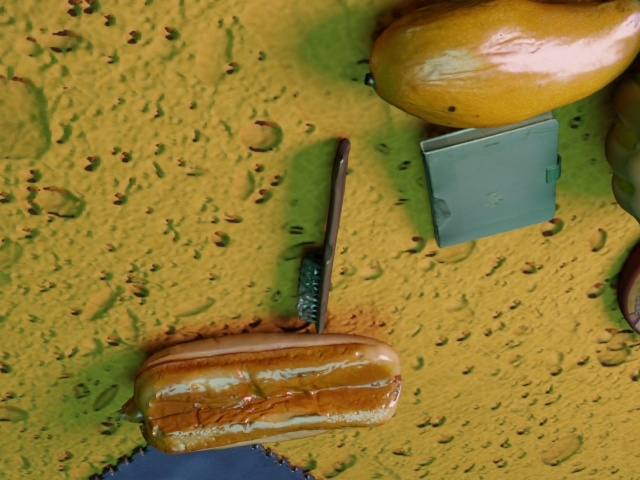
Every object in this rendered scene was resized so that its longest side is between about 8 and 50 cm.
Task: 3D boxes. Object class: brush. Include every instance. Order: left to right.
[{"bbox_3d":[0.000,0.000,0.778,0.028,0.034,0.190,10,134,2],"label":"brush"}]

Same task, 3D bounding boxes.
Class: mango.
[{"bbox_3d":[0.121,-0.120,0.658,0.190,0.075,0.098,-10,145,-10],"label":"mango"}]

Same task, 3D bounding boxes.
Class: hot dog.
[{"bbox_3d":[-0.053,0.125,0.855,0.249,0.076,0.102,-8,109,-2],"label":"hot dog"}]

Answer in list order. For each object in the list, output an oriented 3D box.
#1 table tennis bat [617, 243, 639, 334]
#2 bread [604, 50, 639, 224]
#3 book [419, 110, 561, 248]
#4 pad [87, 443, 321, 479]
[{"bbox_3d":[0.415,0.012,0.870,0.310,0.038,0.200,-15,135,8],"label":"table tennis bat"},{"bbox_3d":[0.297,-0.087,0.701,0.214,0.104,0.213,-5,137,-5],"label":"bread"},{"bbox_3d":[0.132,-0.045,0.750,0.103,0.017,0.135,-15,148,3],"label":"book"},{"bbox_3d":[-0.132,0.294,1.044,0.270,0.012,0.269,-33,130,19],"label":"pad"}]
